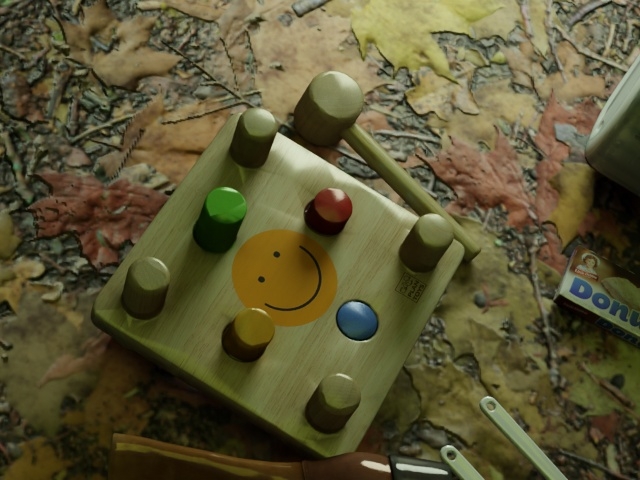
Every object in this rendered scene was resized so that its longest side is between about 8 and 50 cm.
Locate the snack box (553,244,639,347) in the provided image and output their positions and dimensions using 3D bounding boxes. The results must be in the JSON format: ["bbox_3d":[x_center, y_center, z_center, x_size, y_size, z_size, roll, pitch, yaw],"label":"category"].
[{"bbox_3d":[0.319,0.073,1.255,0.178,0.022,0.064,28,61,0],"label":"snack box"}]

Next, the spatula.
[{"bbox_3d":[0.186,0.263,1.125,0.168,0.019,0.242,-38,77,-23],"label":"spatula"}]

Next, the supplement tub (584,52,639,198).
[{"bbox_3d":[0.442,-0.079,1.270,0.316,0.193,0.193,32,59,3],"label":"supplement tub"}]

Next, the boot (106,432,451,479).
[{"bbox_3d":[-0.043,0.291,0.997,0.280,0.096,0.264,3,90,-2],"label":"boot"}]

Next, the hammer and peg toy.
[{"bbox_3d":[0.000,0.000,1.146,0.266,0.127,0.361,32,60,3],"label":"hammer and peg toy"}]
